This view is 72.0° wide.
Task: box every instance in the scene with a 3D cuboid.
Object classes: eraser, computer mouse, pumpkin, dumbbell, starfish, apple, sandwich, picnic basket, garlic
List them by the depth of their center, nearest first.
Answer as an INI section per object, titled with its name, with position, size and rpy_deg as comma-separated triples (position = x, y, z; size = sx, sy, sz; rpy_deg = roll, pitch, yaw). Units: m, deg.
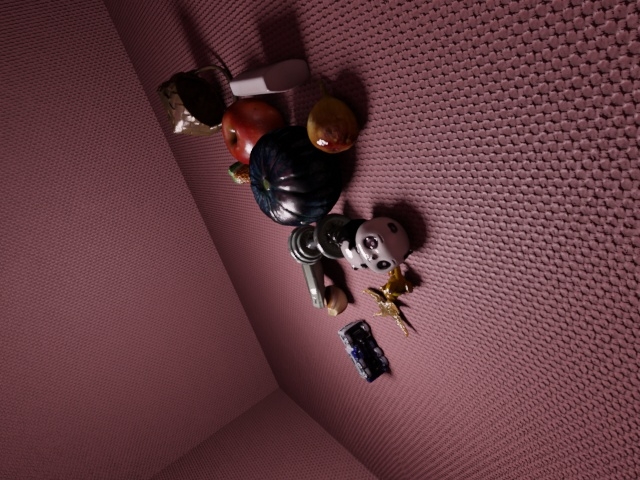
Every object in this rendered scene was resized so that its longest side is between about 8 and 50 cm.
[eraser]
position = -0.180, -0.554, 1.513
size = 0.270, 0.174, 0.094
rpy_deg = 23, 138, 53
[pumpkin]
position = -0.093, -0.227, 1.561
size = 0.364, 0.266, 0.363
rpy_deg = 29, 131, 39
[starfish]
position = 0.256, 0.272, 1.727
size = 0.247, 0.050, 0.138
rpy_deg = 31, 143, 58
[apple]
position = -0.259, -0.434, 1.736
size = 0.260, 0.217, 0.260
rpy_deg = 39, 141, 41
[dumbbell]
position = 0.000, 0.000, 1.760
size = 0.179, 0.179, 0.406
rpy_deg = 63, 156, -5
[computer mouse]
position = -0.028, 0.153, 1.986
size = 0.197, 0.095, 0.330
rpy_deg = 76, 176, -45
[picnic basket]
position = -0.514, -0.642, 1.995
size = 0.337, 0.338, 0.292
rpy_deg = -17, 94, 65
[garlic]
position = 0.063, 0.267, 2.011
size = 0.207, 0.115, 0.127
rpy_deg = -170, 88, -71
[sandwich]
position = -0.310, -0.306, 2.015
size = 0.160, 0.185, 0.109
rpy_deg = 48, 160, 32

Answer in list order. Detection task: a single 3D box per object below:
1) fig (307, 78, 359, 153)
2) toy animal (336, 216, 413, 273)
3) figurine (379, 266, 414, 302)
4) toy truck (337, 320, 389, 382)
[fig]
position = 0.025, -0.396, 1.374
size = 0.159, 0.159, 0.256
rpy_deg = 132, 126, -64
[toy animal]
position = 0.181, 0.011, 1.443
size = 0.187, 0.165, 0.235
rpy_deg = 56, 158, -21
[figurine]
position = 0.258, 0.148, 1.558
size = 0.176, 0.122, 0.122
rpy_deg = 106, 159, -69
[toy truck]
position = 0.183, 0.497, 2.009
size = 0.267, 0.125, 0.155
rpy_deg = 61, 160, -5
